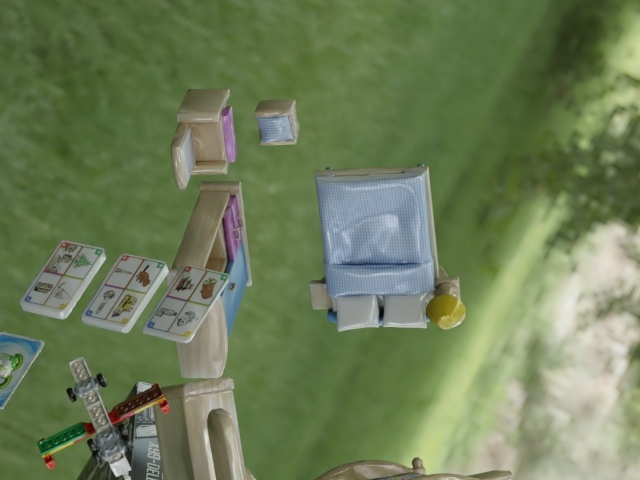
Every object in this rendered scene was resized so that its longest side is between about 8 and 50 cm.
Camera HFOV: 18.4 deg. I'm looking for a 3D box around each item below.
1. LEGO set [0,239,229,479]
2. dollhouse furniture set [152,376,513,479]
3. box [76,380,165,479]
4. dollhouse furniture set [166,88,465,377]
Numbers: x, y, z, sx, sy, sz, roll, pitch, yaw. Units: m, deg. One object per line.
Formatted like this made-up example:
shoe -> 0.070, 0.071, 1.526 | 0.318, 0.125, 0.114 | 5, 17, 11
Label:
LEGO set -> -0.200, 0.116, 1.674 | 0.244, 0.182, 0.060 | -60, 147, -33
dollhouse furniture set -> 0.047, 0.186, 1.762 | 0.303, 0.355, 0.174 | 164, -83, -70
box -> -0.196, 0.329, 1.933 | 0.242, 0.076, 0.307 | 124, -25, -44
dollhouse furniture set -> 0.000, 0.000, 2.158 | 0.198, 0.303, 0.286 | -77, 164, -57
